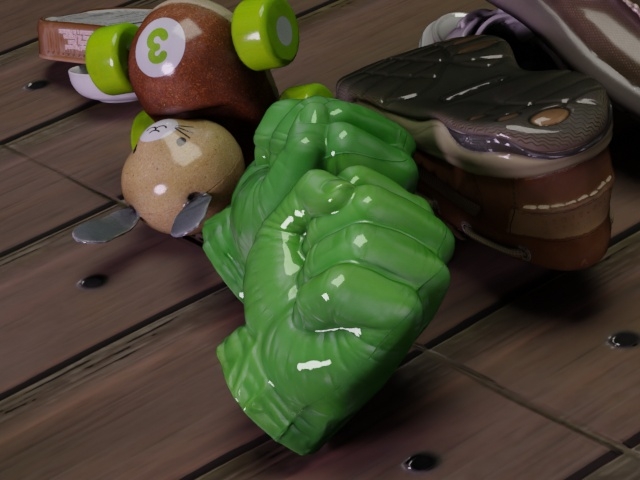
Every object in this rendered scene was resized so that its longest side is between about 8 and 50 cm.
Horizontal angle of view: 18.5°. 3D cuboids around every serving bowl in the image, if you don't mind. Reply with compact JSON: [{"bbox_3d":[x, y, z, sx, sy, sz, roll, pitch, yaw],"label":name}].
[{"bbox_3d":[-0.162,-0.128,1.595,0.083,0.027,0.083,-4,13,1],"label":"serving bowl"}]

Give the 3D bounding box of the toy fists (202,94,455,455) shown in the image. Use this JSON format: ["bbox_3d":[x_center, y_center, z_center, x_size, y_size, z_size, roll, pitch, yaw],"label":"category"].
[{"bbox_3d":[0.000,0.000,1.174,0.142,0.096,0.279,-47,22,15],"label":"toy fists"}]

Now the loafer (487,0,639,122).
[{"bbox_3d":[0.214,-0.184,1.382,0.366,0.130,0.134,38,24,24],"label":"loafer"}]

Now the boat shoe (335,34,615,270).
[{"bbox_3d":[0.099,-0.055,1.299,0.122,0.120,0.324,-19,18,-10],"label":"boat shoe"}]

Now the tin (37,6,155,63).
[{"bbox_3d":[-0.161,-0.170,1.638,0.106,0.040,0.190,-20,21,-39],"label":"tin"}]

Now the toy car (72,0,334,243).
[{"bbox_3d":[-0.099,-0.065,1.365,0.155,0.149,0.188,-7,37,30],"label":"toy car"}]

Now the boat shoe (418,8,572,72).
[{"bbox_3d":[0.139,-0.134,1.472,0.095,0.084,0.258,-16,29,-14],"label":"boat shoe"}]
